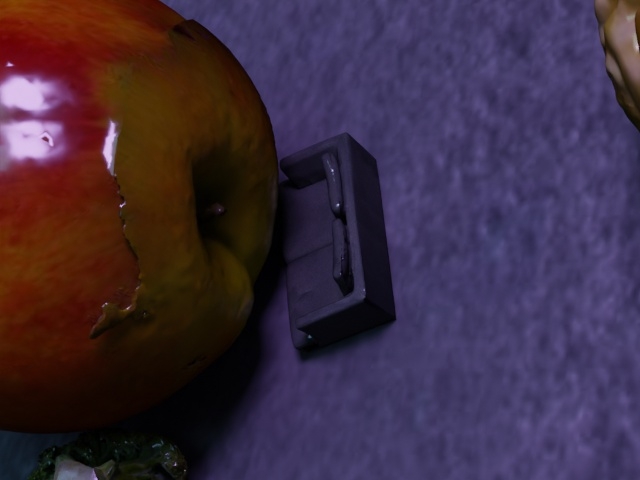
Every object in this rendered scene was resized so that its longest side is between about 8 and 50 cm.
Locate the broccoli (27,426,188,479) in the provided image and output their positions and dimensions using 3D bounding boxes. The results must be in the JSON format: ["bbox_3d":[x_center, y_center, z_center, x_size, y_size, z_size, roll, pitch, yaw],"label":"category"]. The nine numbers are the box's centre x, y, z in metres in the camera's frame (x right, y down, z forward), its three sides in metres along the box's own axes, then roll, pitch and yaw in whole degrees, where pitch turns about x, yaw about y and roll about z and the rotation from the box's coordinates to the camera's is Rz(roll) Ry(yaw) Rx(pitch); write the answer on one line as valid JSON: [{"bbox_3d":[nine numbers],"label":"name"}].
[{"bbox_3d":[-0.161,0.195,1.143,0.131,0.120,0.130,11,65,14],"label":"broccoli"}]

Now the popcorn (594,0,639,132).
[{"bbox_3d":[0.281,-0.167,0.943,0.265,0.225,0.332,-58,37,27],"label":"popcorn"}]

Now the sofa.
[{"bbox_3d":[0.000,0.000,1.163,0.085,0.060,0.147,-22,56,27],"label":"sofa"}]

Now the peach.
[{"bbox_3d":[-0.218,-0.028,1.153,0.370,0.370,0.370,-17,58,29],"label":"peach"}]
